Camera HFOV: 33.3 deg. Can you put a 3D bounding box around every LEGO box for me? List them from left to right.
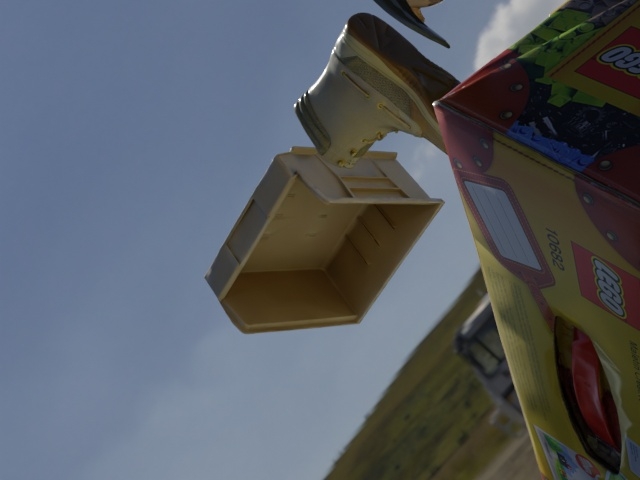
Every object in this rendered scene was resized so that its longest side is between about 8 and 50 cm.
[{"bbox_3d":[0.331,0.008,0.831,0.372,0.193,0.500,-39,-45,-15],"label":"LEGO box"}]

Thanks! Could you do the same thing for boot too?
[{"bbox_3d":[0.078,-0.128,1.195,0.077,0.213,0.165,-43,-5,-45],"label":"boot"}]

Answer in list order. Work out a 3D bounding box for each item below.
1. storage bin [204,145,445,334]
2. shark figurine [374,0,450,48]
[{"bbox_3d":[0.000,0.000,1.586,0.260,0.123,0.262,-2,-45,-44],"label":"storage bin"},{"bbox_3d":[0.064,-0.206,0.695,0.116,0.166,0.278,-58,-16,18],"label":"shark figurine"}]
